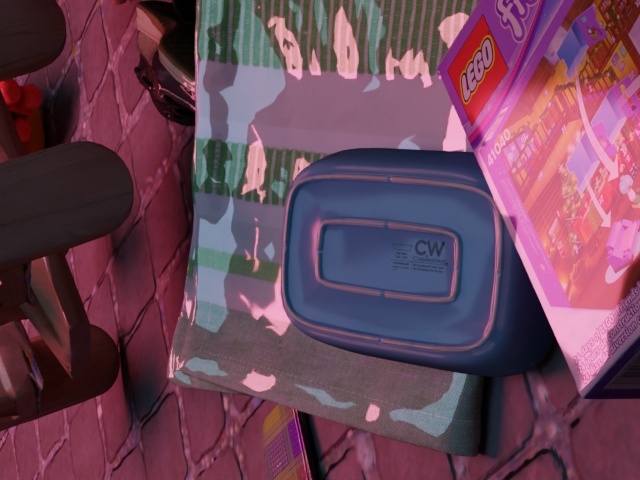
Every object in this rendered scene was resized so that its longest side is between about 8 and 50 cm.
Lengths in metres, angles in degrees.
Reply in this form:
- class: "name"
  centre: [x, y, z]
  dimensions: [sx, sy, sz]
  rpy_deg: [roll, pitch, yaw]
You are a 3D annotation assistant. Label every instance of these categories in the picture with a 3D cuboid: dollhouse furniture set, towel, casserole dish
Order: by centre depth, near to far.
- class: "casserole dish"
  centre: [0.044, 0.009, 0.725]
  dimensions: [0.188, 0.037, 0.114]
  rpy_deg: [7, 95, 39]
- class: "towel"
  centre: [0.004, -0.059, 0.808]
  dimensions: [0.247, 0.038, 0.325]
  rpy_deg: [8, 94, 44]
- class: "towel"
  centre: [-0.020, 0.148, 0.919]
  dimensions: [0.060, 0.009, 0.083]
  rpy_deg: [-52, 43, 47]
- class: "dollhouse furniture set"
  centre: [-0.224, -0.098, 1.105]
  dimensions: [0.362, 0.256, 0.394]
  rpy_deg: [110, 139, -65]

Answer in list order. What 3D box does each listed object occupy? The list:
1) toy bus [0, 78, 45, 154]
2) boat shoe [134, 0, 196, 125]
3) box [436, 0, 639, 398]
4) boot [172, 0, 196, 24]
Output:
- class: "toy bus"
  centre: [-0.357, -0.105, 1.428]
  dimensions: [0.211, 0.220, 0.150]
  rpy_deg: [-16, 76, 26]
- class: "boat shoe"
  centre: [-0.090, -0.119, 1.018]
  dimensions: [0.223, 0.080, 0.073]
  rpy_deg: [-130, 43, -60]
- class: "box"
  centre: [0.165, -0.099, 0.561]
  dimensions: [0.293, 0.057, 0.201]
  rpy_deg: [-57, 40, 42]
- class: "boot"
  centre: [-0.071, -0.305, 0.981]
  dimensions: [0.246, 0.094, 0.207]
  rpy_deg: [-60, 40, 44]
